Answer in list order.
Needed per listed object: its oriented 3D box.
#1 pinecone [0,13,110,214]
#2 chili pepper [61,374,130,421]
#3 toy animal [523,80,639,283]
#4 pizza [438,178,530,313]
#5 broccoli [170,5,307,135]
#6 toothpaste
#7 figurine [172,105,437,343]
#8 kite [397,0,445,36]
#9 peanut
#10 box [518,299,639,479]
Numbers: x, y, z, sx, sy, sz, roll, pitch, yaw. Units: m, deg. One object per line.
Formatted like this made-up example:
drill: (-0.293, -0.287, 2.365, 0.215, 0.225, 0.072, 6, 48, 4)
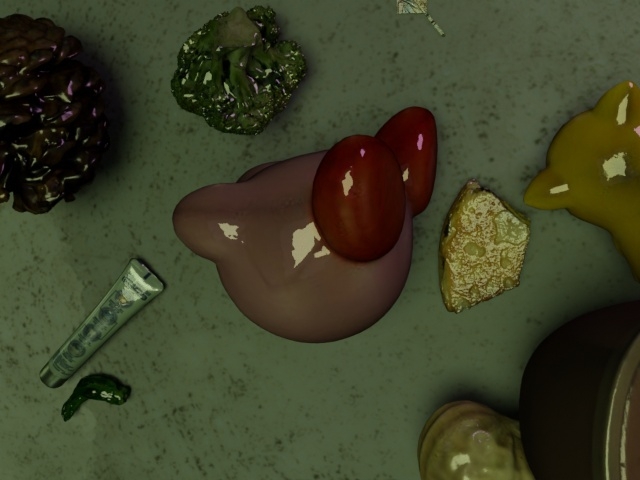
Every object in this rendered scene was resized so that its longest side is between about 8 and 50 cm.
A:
pinecone: (-0.366, -0.150, 0.752, 0.244, 0.243, 0.257, -24, 113, 18)
chili pepper: (-0.335, 0.224, 0.912, 0.118, 0.035, 0.055, -19, 78, 13)
toy animal: (0.335, -0.039, 0.633, 0.230, 0.156, 0.156, 37, 107, 3)
pizza: (0.189, 0.010, 0.733, 0.099, 0.036, 0.159, 9, 103, 14)
broccoli: (-0.096, -0.203, 0.729, 0.146, 0.138, 0.162, 30, 68, 3)
toothpaste: (-0.315, 0.123, 0.887, 0.062, 0.039, 0.239, 45, 106, -1)
figurine: (0.008, 0.003, 0.680, 0.262, 0.270, 0.211, -16, 101, 26)
kite: (0.111, -0.265, 0.723, 0.044, 0.002, 0.078, -18, 94, 17)
peanut: (0.223, 0.331, 0.729, 0.153, 0.140, 0.325, -34, 94, -9)
box: (0.346, 0.181, 0.589, 0.301, 0.216, 0.300, 0, 85, -5)
